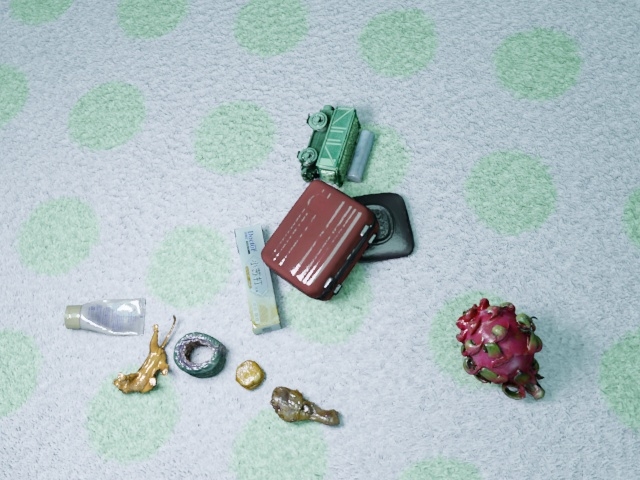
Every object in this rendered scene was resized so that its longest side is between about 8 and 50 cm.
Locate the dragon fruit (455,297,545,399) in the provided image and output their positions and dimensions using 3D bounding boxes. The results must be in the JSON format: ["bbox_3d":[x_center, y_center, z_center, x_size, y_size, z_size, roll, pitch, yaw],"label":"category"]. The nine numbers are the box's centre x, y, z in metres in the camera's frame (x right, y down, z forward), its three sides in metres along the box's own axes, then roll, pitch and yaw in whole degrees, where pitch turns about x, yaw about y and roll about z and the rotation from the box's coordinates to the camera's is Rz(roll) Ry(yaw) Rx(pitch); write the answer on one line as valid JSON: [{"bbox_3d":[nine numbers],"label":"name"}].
[{"bbox_3d":[0.458,0.280,1.724,0.218,0.273,0.198,-32,32,-27],"label":"dragon fruit"}]

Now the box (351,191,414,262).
[{"bbox_3d":[0.162,-0.042,1.967,0.201,0.042,0.213,-10,68,7],"label":"box"}]

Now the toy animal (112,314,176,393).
[{"bbox_3d":[-0.466,0.329,1.909,0.114,0.116,0.255,36,72,-4],"label":"toy animal"}]

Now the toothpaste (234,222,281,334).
[{"bbox_3d":[-0.181,0.109,1.953,0.089,0.071,0.313,-13,67,0],"label":"toothpaste"}]

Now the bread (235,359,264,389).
[{"bbox_3d":[-0.196,0.369,1.866,0.083,0.046,0.081,8,65,14],"label":"bread"}]

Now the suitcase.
[{"bbox_3d":[0.000,0.000,1.889,0.236,0.161,0.297,34,88,25],"label":"suitcase"}]

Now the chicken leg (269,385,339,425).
[{"bbox_3d":[-0.042,0.453,1.806,0.197,0.069,0.085,17,49,8],"label":"chicken leg"}]

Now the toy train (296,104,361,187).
[{"bbox_3d":[0.024,-0.288,2.049,0.154,0.115,0.270,11,66,14],"label":"toy train"}]

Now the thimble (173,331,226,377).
[{"bbox_3d":[-0.335,0.319,1.883,0.135,0.090,0.119,12,74,11],"label":"thimble"}]

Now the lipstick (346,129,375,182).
[{"bbox_3d":[0.122,-0.254,2.051,0.048,0.048,0.158,13,72,14],"label":"lipstick"}]

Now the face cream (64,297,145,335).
[{"bbox_3d":[-0.628,0.226,1.989,0.224,0.070,0.114,0,69,-4],"label":"face cream"}]
